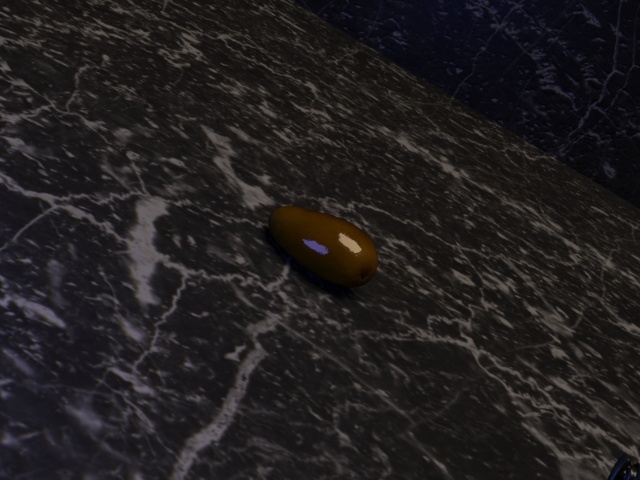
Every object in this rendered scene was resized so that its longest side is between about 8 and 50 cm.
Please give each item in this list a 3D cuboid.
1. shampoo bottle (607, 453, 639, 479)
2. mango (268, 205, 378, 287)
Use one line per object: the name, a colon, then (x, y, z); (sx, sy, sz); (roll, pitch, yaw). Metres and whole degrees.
shampoo bottle: (0.481, 0.345, 1.224); (0.283, 0.101, 0.101); (28, 23, -4)
mango: (0.000, 0.000, 1.402); (0.184, 0.085, 0.102); (34, 22, 24)
